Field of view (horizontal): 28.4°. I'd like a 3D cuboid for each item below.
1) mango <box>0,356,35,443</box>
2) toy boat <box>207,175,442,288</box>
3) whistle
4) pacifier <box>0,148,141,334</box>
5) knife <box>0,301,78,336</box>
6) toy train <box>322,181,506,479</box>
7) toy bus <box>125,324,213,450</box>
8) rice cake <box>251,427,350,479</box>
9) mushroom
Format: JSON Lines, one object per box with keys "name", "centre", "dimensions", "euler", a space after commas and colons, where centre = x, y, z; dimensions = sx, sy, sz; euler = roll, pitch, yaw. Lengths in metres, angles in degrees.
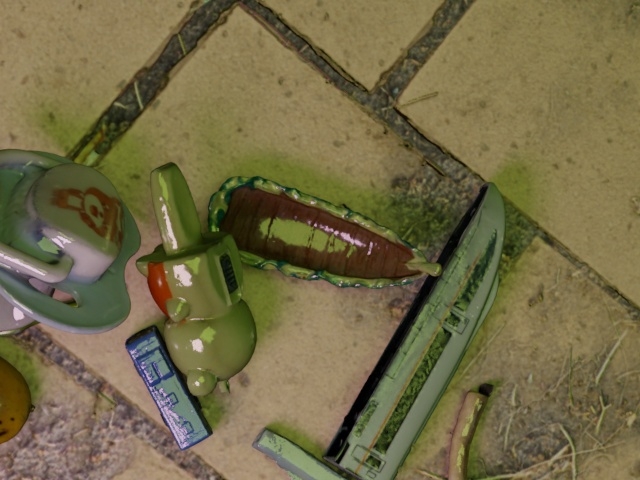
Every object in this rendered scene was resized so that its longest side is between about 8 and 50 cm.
{"name": "mango", "centre": [-0.411, 0.171, 1.467], "dimensions": [0.161, 0.076, 0.103], "euler": [34, 85, 3]}
{"name": "toy boat", "centre": [0.002, 0.002, 1.554], "dimensions": [0.293, 0.099, 0.108], "euler": [17, 82, 0]}
{"name": "whistle", "centre": [-0.148, 0.050, 1.480], "dimensions": [0.106, 0.131, 0.288], "euler": [-9, 106, 27]}
{"name": "pacifier", "centre": [-0.330, 0.018, 1.454], "dimensions": [0.227, 0.279, 0.207], "euler": [27, 123, -20]}
{"name": "knife", "centre": [-0.327, 0.091, 1.517], "dimensions": [0.184, 0.022, 0.026], "euler": [-14, 61, -11]}
{"name": "toy train", "centre": [0.143, 0.115, 1.569], "dimensions": [0.088, 0.086, 0.407], "euler": [32, 79, -5]}
{"name": "toy bus", "centre": [-0.181, 0.176, 1.514], "dimensions": [0.051, 0.061, 0.153], "euler": [-28, 91, -7]}
{"name": "rice cake", "centre": [-0.004, 0.291, 1.549], "dimensions": [0.180, 0.030, 0.042], "euler": [34, 82, -4]}
{"name": "mushroom", "centre": [0.185, 0.267, 1.576], "dimensions": [0.060, 0.061, 0.187], "euler": [11, 77, -4]}
